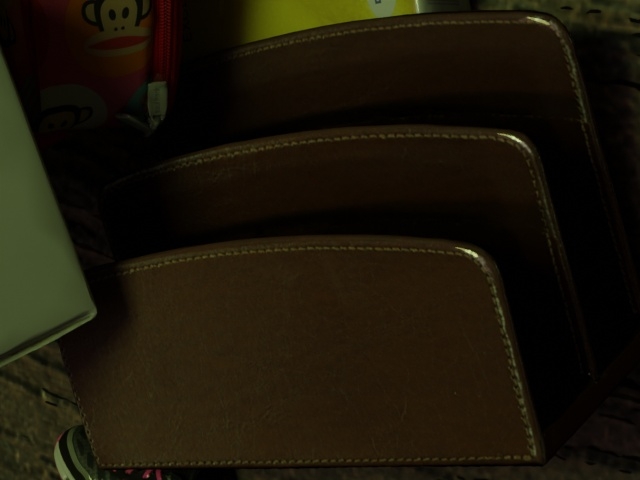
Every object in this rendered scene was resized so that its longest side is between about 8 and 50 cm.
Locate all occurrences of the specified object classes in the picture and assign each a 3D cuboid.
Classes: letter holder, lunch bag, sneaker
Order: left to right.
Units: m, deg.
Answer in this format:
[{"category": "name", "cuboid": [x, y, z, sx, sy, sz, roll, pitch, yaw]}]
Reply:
[{"category": "lunch bag", "cuboid": [-0.180, -0.175, 1.148, 0.293, 0.120, 0.258, 35, 129, 57]}, {"category": "sneaker", "cuboid": [-0.098, 0.161, 1.236, 0.170, 0.063, 0.075, 35, 115, 21]}, {"category": "letter holder", "cuboid": [0.000, 0.000, 1.061, 0.302, 0.152, 0.214, -5, 109, 35]}]

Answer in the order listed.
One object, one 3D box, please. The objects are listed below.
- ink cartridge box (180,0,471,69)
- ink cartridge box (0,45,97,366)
[{"category": "ink cartridge box", "cuboid": [-0.068, -0.254, 1.162, 0.307, 0.072, 0.303, -7, 93, 33]}, {"category": "ink cartridge box", "cuboid": [-0.254, -0.067, 1.079, 0.289, 0.121, 0.211, 40, 152, 54]}]
